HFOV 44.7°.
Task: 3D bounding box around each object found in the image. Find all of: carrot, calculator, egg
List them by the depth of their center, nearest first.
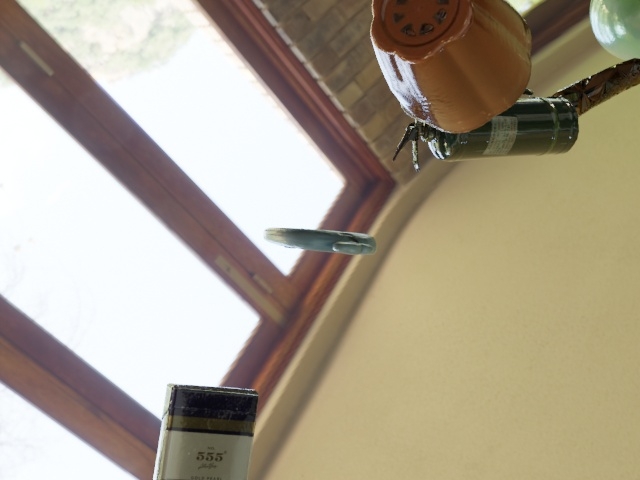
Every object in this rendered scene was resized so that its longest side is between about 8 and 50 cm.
[{"bbox_3d":[0.000,0.000,1.496,0.303,0.189,0.042,5,-91,61],"label":"calculator"},{"bbox_3d":[0.536,-0.292,1.521,0.229,0.068,0.069,-27,-152,-9],"label":"carrot"},{"bbox_3d":[0.677,-0.481,1.620,0.221,0.220,0.270,-20,-179,34],"label":"egg"}]

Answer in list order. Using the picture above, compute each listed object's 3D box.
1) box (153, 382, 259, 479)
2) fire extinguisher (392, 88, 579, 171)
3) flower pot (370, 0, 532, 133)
[{"bbox_3d":[-0.211,0.393,1.407,0.071,0.168,0.259,170,-71,-67],"label":"box"},{"bbox_3d":[0.237,-0.167,1.156,0.295,0.118,0.093,-6,-165,-23],"label":"fire extinguisher"},{"bbox_3d":[0.150,-0.249,0.952,0.191,0.173,0.190,-7,-107,26],"label":"flower pot"}]
